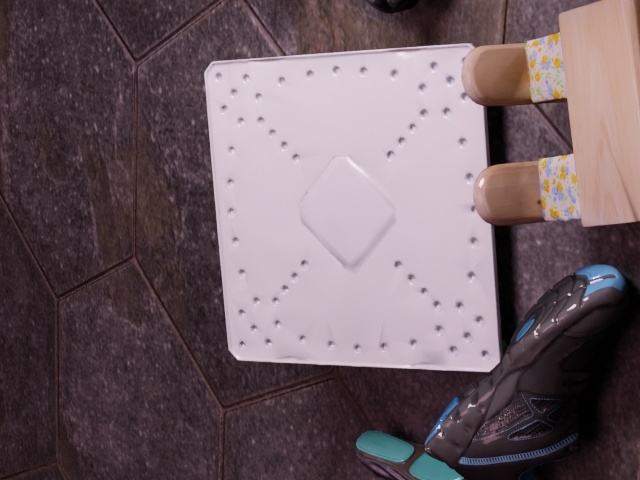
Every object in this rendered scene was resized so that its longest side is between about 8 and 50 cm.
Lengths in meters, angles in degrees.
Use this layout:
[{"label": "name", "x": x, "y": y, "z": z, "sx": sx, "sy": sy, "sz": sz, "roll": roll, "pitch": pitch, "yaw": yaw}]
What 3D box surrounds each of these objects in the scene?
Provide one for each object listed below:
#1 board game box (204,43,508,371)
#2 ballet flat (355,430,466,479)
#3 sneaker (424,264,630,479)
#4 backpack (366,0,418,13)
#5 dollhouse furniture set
[{"label": "board game box", "x": 0.043, "y": -0.039, "z": 1.985, "sx": 0.390, "sy": 0.050, "sz": 0.390, "roll": 0, "pitch": 99, "yaw": 31}, {"label": "ballet flat", "x": 0.129, "y": 0.299, "z": 2.064, "sx": 0.203, "sy": 0.074, "sz": 0.074, "roll": 13, "pitch": 109, "yaw": 47}, {"label": "sneaker", "x": 0.262, "y": 0.162, "z": 1.816, "sx": 0.140, "sy": 0.125, "sz": 0.341, "roll": 37, "pitch": 128, "yaw": 2}, {"label": "backpack", "x": 0.097, "y": -0.380, "z": 1.894, "sx": 0.152, "sy": 0.115, "sz": 0.182, "roll": 49, "pitch": 135, "yaw": 21}, {"label": "dollhouse furniture set", "x": 0.245, "y": -0.209, "z": 1.565, "sx": 0.362, "sy": 0.256, "sz": 0.394, "roll": -8, "pitch": 88, "yaw": 62}]
